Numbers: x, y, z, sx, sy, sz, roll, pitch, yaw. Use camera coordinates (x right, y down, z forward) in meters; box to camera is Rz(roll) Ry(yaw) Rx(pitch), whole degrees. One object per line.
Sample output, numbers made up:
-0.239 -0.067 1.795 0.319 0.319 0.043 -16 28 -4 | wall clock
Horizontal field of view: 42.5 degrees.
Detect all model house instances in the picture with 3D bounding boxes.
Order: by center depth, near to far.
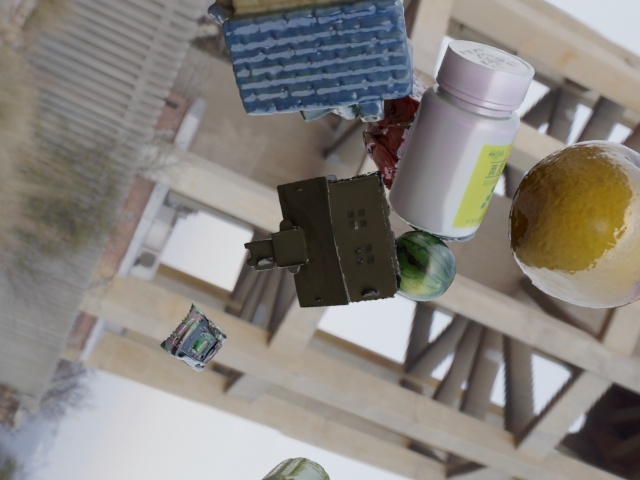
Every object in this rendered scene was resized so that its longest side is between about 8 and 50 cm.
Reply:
0.000 0.000 1.378 0.204 0.243 0.211 -27 106 -81 | model house
-0.008 -0.408 1.649 0.445 0.395 0.399 14 68 -81 | model house

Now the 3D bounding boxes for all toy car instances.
-0.160 0.135 1.086 0.069 0.055 0.142 -51 161 -10 | toy car

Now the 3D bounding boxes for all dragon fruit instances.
0.226 -0.258 2.082 0.302 0.240 0.330 -66 164 -68 | dragon fruit

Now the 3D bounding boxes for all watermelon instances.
0.184 0.040 1.670 0.140 0.187 0.140 -48 161 -23 | watermelon

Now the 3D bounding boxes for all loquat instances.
0.335 -0.020 0.999 0.208 0.208 0.208 -60 -166 27 | loquat

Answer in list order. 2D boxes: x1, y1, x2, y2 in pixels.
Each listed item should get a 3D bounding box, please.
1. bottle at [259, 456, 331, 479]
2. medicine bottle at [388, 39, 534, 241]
-0.055 0.389 1.171 0.112 0.112 0.260 -66 168 3 | bottle
0.291 -0.208 1.727 0.213 0.214 0.378 -90 -165 -60 | medicine bottle
